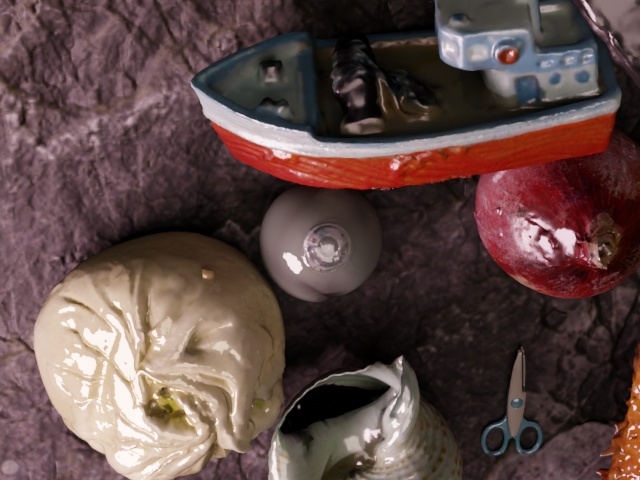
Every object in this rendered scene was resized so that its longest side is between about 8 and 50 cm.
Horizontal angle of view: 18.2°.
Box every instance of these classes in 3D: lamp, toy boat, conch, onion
[{"bbox_3d":[0.000,0.000,1.674,0.105,0.105,0.105,-2,118,-4],"label":"lamp"},{"bbox_3d":[0.065,-0.130,1.580,0.332,0.145,0.133,-7,131,3],"label":"toy boat"},{"bbox_3d":[0.042,0.186,1.766,0.172,0.131,0.200,5,100,0],"label":"conch"},{"bbox_3d":[0.211,-0.020,1.633,0.159,0.195,0.159,-3,110,-10],"label":"onion"}]

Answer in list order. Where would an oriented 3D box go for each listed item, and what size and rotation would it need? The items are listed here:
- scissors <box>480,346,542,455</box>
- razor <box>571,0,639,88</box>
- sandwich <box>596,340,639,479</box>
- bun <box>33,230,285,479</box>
[{"bbox_3d":[0.177,0.148,1.820,0.058,0.014,0.119,-2,121,-5],"label":"scissors"},{"bbox_3d":[0.333,-0.251,1.485,0.327,0.107,0.189,-40,113,0],"label":"razor"},{"bbox_3d":[0.357,0.209,1.787,0.250,0.162,0.301,-22,120,2],"label":"sandwich"},{"bbox_3d":[-0.132,0.108,1.700,0.229,0.145,0.229,-3,121,-5],"label":"bun"}]
